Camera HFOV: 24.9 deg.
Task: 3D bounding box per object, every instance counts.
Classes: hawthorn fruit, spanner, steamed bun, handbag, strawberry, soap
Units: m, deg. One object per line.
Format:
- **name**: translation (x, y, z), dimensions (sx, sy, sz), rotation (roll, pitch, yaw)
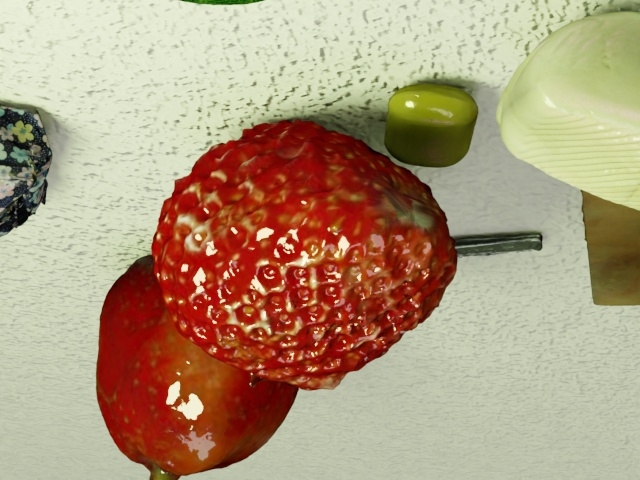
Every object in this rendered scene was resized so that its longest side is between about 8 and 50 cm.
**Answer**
- **hawthorn fruit**: translation (-0.154, 0.174, 1.806), dimensions (0.265, 0.307, 0.265), rotation (11, 157, 5)
- **spanner**: translation (0.106, 0.012, 1.741), dimensions (0.325, 0.026, 0.093), rotation (-6, 152, 18)
- **steamed bun**: translation (0.286, -0.122, 1.285), dimensions (0.238, 0.153, 0.170), rotation (23, 159, -2)
- **handbag**: translation (-0.404, -0.065, 1.553), dimensions (0.228, 0.127, 0.208), rotation (1, 155, -12)
- **strawberry**: translation (-0.004, -0.004, 1.459), dimensions (0.291, 0.292, 0.310), rotation (21, 129, -30)
- **soap**: translation (0.109, -0.115, 1.439), dimensions (0.088, 0.045, 0.140), rotation (3, 157, 0)

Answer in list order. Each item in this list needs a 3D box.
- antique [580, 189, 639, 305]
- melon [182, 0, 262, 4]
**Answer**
- **antique**: translation (0.321, -0.032, 1.517), dimensions (0.087, 0.093, 0.310), rotation (-1, 154, 13)
- **melon**: translation (-0.075, -0.236, 1.071), dimensions (0.265, 0.169, 0.129), rotation (6, 156, 2)
